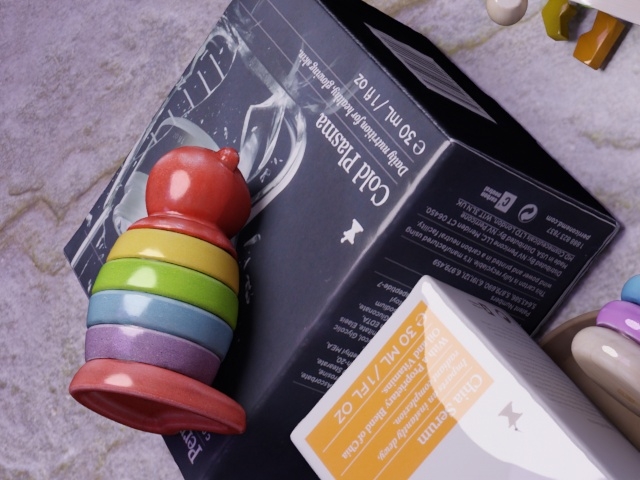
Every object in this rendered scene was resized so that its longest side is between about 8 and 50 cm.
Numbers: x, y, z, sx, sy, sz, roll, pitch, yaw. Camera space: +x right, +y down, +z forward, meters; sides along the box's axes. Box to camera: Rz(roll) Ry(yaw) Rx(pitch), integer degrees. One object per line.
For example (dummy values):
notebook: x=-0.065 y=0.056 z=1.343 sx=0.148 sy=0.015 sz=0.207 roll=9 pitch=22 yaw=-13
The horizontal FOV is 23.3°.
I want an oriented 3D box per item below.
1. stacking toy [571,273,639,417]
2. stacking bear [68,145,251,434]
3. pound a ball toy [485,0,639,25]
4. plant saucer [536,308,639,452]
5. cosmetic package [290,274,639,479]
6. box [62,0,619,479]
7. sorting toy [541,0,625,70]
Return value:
stacking toy: x=0.389 y=0.019 z=1.472 sx=0.330 sy=0.141 sz=0.141 roll=-50 pitch=39 yaw=-7
stacking bear: x=-0.149 y=0.040 z=1.612 sx=0.175 sy=0.164 sz=0.289 roll=-8 pitch=63 yaw=46
pound a ball toy: x=0.323 y=-0.352 z=1.648 sx=0.208 sy=0.136 sz=0.319 roll=22 pitch=97 yaw=6
plant saucer: x=0.288 y=0.205 z=1.579 sx=0.278 sy=0.041 sz=0.278 roll=-25 pitch=54 yaw=38
cosmetic package: x=0.195 y=0.269 z=1.469 sx=0.230 sy=0.161 sz=0.453 roll=-51 pitch=52 yaw=12
box: x=0.000 y=0.000 z=1.810 sx=0.472 sy=0.297 sz=0.480 roll=-55 pitch=40 yaw=15
sorting toy: x=0.355 y=-0.355 z=1.793 sx=0.229 sy=0.041 sz=0.307 roll=41 pitch=103 yaw=45
